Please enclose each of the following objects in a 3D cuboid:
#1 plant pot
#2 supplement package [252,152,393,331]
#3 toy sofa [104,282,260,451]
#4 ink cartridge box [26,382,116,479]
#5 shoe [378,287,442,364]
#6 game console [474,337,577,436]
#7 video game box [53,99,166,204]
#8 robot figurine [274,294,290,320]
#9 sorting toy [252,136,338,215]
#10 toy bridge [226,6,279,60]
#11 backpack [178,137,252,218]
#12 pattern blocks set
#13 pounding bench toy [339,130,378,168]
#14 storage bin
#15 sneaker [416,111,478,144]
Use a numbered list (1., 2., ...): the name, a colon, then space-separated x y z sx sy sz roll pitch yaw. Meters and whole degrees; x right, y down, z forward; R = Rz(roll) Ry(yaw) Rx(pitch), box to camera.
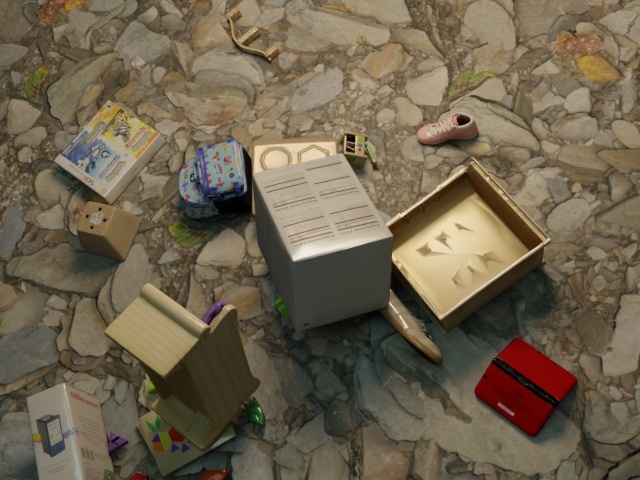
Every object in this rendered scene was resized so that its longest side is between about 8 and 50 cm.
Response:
1. plant pot: -0.486 -0.030 1.916 0.109 0.096 0.109 12 69 19
2. supplement package: 0.000 0.000 1.673 0.198 0.199 0.263 -14 45 -13
3. toy sofa: -0.242 0.222 1.565 0.150 0.362 0.177 32 65 23
4. ink cartridge box: -0.490 0.407 1.686 0.093 0.154 0.212 -21 64 5
5. shoe: 0.170 0.157 1.690 0.058 0.076 0.219 -44 62 -3
6. game console: 0.389 0.278 1.619 0.144 0.085 0.124 36 109 25
7. video game box: -0.503 -0.212 2.032 0.187 0.048 0.205 33 77 21
8. robot figurine: -0.039 0.113 1.763 0.115 0.067 0.101 -36 32 -4
9. sorting toy: -0.055 -0.140 1.889 0.193 0.038 0.208 -2 60 0
10. toy bridge: -0.176 -0.498 2.096 0.063 0.026 0.188 -40 64 -4
11. backpack: -0.242 -0.133 1.896 0.173 0.117 0.158 -11 65 9
12. pattern blocks set: -0.273 0.379 1.719 0.325 0.026 0.285 -22 63 3
13. pounding bench toy: 0.088 -0.201 1.883 0.083 0.052 0.065 9 65 -11
14. storage bin: 0.272 0.005 1.709 0.262 0.123 0.260 -36 64 -4
15. sneaker: 0.273 -0.248 1.854 0.134 0.070 0.051 -4 67 12
